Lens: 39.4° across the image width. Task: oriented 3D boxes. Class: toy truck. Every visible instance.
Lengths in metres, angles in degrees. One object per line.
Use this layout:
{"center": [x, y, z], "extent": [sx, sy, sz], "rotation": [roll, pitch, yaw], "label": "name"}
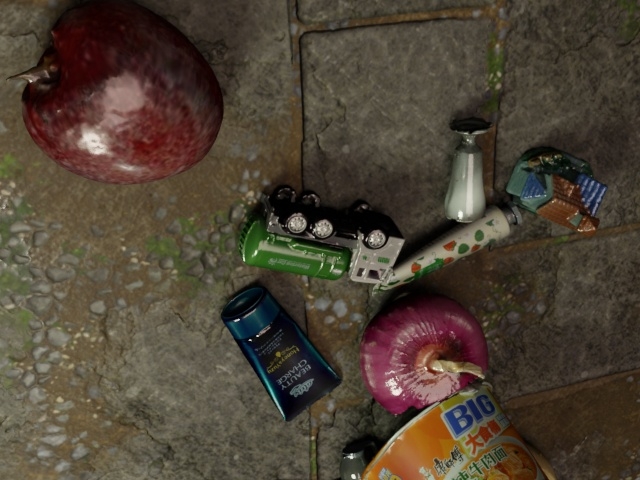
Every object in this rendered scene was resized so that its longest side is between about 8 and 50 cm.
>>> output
{"center": [0.000, 0.000, 1.378], "extent": [0.243, 0.101, 0.125], "rotation": [10, 115, -21], "label": "toy truck"}

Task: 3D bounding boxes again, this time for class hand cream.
{"center": [-0.065, 0.188, 1.474], "extent": [0.120, 0.061, 0.270], "rotation": [-36, 128, -7], "label": "hand cream"}
{"center": [0.206, 0.017, 1.477], "extent": [0.276, 0.095, 0.059], "rotation": [-29, 76, -6], "label": "hand cream"}

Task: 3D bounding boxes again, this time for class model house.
{"center": [0.406, -0.073, 1.461], "extent": [0.148, 0.148, 0.119], "rotation": [19, 106, -29], "label": "model house"}

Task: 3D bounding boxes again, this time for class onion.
{"center": [0.163, 0.177, 1.482], "extent": [0.207, 0.200, 0.200], "rotation": [-32, 123, 20], "label": "onion"}

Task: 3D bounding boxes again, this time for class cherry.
{"center": [-0.246, -0.180, 1.148], "extent": [0.300, 0.203, 0.230], "rotation": [19, 105, -41], "label": "cherry"}

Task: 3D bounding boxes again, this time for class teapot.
{"center": [0.072, 0.396, 1.617], "extent": [0.088, 0.066, 0.057], "rotation": [-19, 103, -36], "label": "teapot"}

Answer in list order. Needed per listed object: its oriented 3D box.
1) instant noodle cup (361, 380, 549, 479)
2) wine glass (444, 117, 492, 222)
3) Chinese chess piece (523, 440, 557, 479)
{"center": [0.245, 0.414, 1.527], "extent": [0.296, 0.214, 0.296], "rotation": [-29, 152, -17], "label": "instant noodle cup"}
{"center": [0.236, -0.112, 1.425], "extent": [0.072, 0.072, 0.155], "rotation": [-8, 115, -16], "label": "wine glass"}
{"center": [0.344, 0.503, 1.739], "extent": [0.251, 0.097, 0.250], "rotation": [-8, 116, -17], "label": "Chinese chess piece"}
